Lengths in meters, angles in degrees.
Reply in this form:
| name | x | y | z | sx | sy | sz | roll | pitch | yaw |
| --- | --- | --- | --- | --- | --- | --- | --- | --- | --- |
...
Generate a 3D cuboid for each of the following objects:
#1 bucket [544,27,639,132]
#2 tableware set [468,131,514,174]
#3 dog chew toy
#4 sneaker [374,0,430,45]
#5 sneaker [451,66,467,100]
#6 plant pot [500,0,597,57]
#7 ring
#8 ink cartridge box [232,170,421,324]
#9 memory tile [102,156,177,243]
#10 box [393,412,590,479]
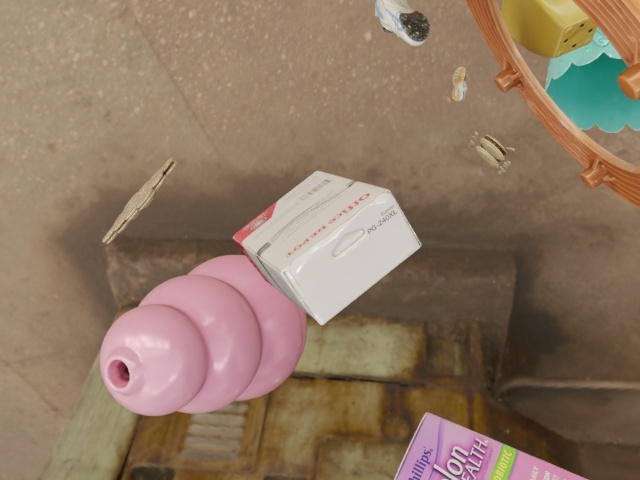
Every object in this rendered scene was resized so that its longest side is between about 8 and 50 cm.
| name | x | y | z | sx | sy | sz | roll | pitch | yaw |
| --- | --- | --- | --- | --- | --- | --- | --- | --- | --- |
| bucket | 0.568 | -0.349 | 1.285 | 0.280 | 0.183 | 0.281 | 10 | 163 | 3 |
| tableware set | 0.469 | -0.246 | 1.818 | 0.128 | 0.194 | 0.039 | 43 | 92 | 8 |
| dog chew toy | -0.154 | 0.131 | 0.881 | 0.206 | 0.331 | 0.207 | 3 | 97 | 24 |
| sneaker | 0.191 | -0.515 | 1.588 | 0.085 | 0.237 | 0.086 | 4 | 130 | -21 |
| sneaker | 0.350 | -0.390 | 1.672 | 0.031 | 0.036 | 0.083 | 23 | 112 | 42 |
| plant pot | 0.251 | -0.245 | 0.714 | 0.081 | 0.083 | 0.081 | -23 | 155 | -7 |
| ring | 0.210 | -0.142 | 0.584 | 0.032 | 0.337 | 0.337 | -38 | 120 | 7 |
| ink cartridge box | 0.000 | 0.000 | 0.586 | 0.109 | 0.150 | 0.063 | -38 | 113 | -11 |
| memory tile | -0.275 | -0.060 | 1.021 | 0.012 | 0.113 | 0.148 | 38 | 132 | -19 |
| box | 0.187 | 0.333 | 0.698 | 0.242 | 0.117 | 0.214 | 18 | 127 | 18 |
